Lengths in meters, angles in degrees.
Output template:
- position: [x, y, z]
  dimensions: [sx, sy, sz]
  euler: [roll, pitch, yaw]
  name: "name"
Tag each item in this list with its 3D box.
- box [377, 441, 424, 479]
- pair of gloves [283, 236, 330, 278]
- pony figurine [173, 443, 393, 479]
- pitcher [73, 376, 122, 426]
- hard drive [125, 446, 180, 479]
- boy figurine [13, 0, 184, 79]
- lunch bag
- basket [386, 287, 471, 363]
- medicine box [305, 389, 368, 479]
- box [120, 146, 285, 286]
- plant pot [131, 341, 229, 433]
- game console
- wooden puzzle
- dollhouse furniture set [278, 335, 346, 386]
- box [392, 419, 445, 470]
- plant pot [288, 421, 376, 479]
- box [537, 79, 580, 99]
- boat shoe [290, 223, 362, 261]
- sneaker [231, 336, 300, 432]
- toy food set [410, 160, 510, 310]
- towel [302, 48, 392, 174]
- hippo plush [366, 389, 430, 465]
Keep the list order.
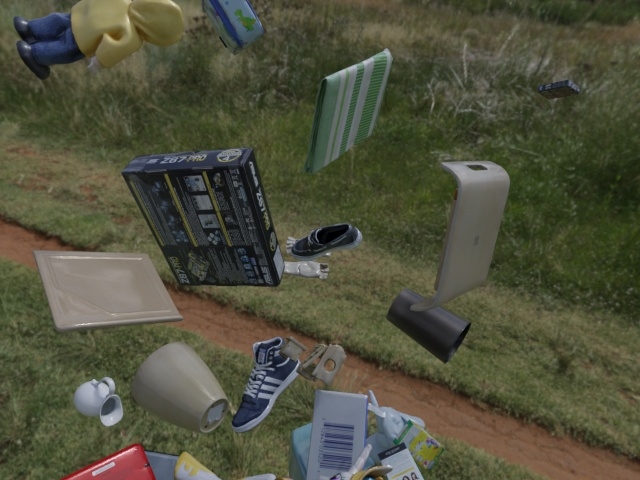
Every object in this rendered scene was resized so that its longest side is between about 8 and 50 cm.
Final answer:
- position: [0.267, 0.747, 1.315]
  dimensions: [0.100, 0.060, 0.244]
  euler: [-23, 22, -4]
  name: "box"
- position: [-0.060, 0.074, 1.822]
  dimensions: [0.204, 0.042, 0.240]
  euler: [11, 37, -1]
  name: "pair of gloves"
- position: [-0.075, 0.463, 0.609]
  dimensions: [0.363, 0.303, 0.351]
  euler: [-9, 31, 14]
  name: "pony figurine"
- position: [-0.855, 0.595, 1.652]
  dimensions: [0.207, 0.177, 0.125]
  euler: [7, 5, 34]
  name: "pitcher"
- position: [-0.421, 0.566, 1.047]
  dimensions: [0.135, 0.022, 0.094]
  euler: [11, 75, -2]
  name: "hard drive"
- position: [-0.396, -0.391, 0.786]
  dimensions: [0.285, 0.092, 0.177]
  euler: [-18, 74, -7]
  name: "boy figurine"
- position: [-0.224, -0.553, 1.038]
  dimensions: [0.090, 0.176, 0.219]
  euler: [-33, 25, -2]
  name: "lunch bag"
- position: [0.340, 0.264, 1.375]
  dimensions: [0.227, 0.154, 0.204]
  euler: [32, 6, 26]
  name: "basket"
- position: [0.044, 0.589, 1.213]
  dimensions: [0.149, 0.289, 0.263]
  euler: [5, 61, 3]
  name: "medicine box"
- position: [-0.289, -0.042, 1.135]
  dimensions: [0.318, 0.395, 0.097]
  euler: [-3, 39, 12]
  name: "box"
- position: [-0.451, 0.523, 1.465]
  dimensions: [0.274, 0.256, 0.256]
  euler: [22, 32, 31]
  name: "plant pot"
- position: [-0.358, 0.437, 0.716]
  dimensions: [0.144, 0.085, 0.124]
  euler: [-9, 58, -51]
  name: "game console"
- position: [-0.413, 0.095, 0.833]
  dimensions: [0.221, 0.044, 0.239]
  euler: [5, 29, -47]
  name: "wooden puzzle"
- position: [-0.044, 0.303, 1.181]
  dimensions: [0.161, 0.182, 0.101]
  euler: [39, 68, -10]
  name: "dollhouse furniture set"
- position: [0.361, 0.746, 1.559]
  dimensions: [0.179, 0.105, 0.043]
  euler: [42, -8, -12]
  name: "box"
- position: [0.009, 0.784, 1.510]
  dimensions: [0.247, 0.248, 0.252]
  euler: [-12, 40, -26]
  name: "plant pot"
- position: [0.649, -0.411, 1.171]
  dimensions: [0.067, 0.018, 0.083]
  euler: [10, -1, -35]
  name: "box"
- position: [0.000, 0.000, 1.594]
  dimensions: [0.301, 0.102, 0.108]
  euler: [-11, 58, 32]
  name: "boat shoe"
- position: [-0.178, 0.404, 1.249]
  dimensions: [0.099, 0.153, 0.282]
  euler: [-2, 30, 42]
  name: "sneaker"
- position: [0.285, -0.012, 0.903]
  dimensions: [0.220, 0.306, 0.092]
  euler: [-10, 24, -44]
  name: "toy food set"
- position: [0.072, -0.319, 1.049]
  dimensions: [0.038, 0.248, 0.325]
  euler: [31, 45, 18]
  name: "towel"
- position: [0.268, 0.812, 1.705]
  dimensions: [0.294, 0.236, 0.234]
  euler: [27, 12, 2]
  name: "hippo plush"
